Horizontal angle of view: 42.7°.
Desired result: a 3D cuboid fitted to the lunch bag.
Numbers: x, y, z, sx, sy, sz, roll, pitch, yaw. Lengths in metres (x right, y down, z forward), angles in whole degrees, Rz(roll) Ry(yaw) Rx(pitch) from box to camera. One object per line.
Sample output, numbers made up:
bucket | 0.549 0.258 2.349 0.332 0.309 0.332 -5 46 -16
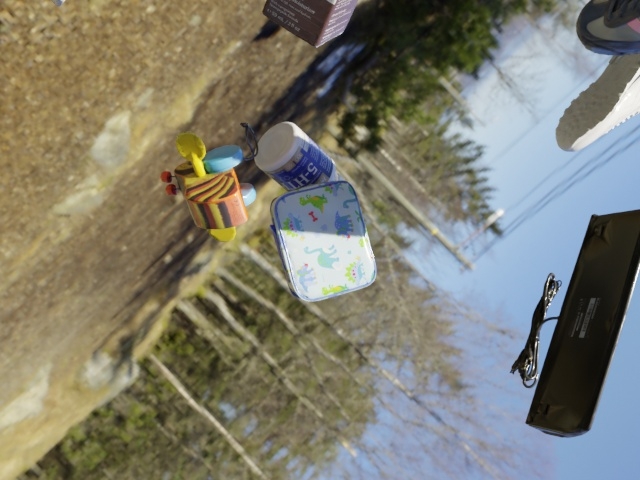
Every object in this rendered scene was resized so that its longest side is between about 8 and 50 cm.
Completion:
lunch bag | 0.000 0.000 1.568 0.176 0.218 0.090 -16 -177 -10

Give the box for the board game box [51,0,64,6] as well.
board game box | -0.194 -0.499 0.989 0.390 0.050 0.390 -43 -152 21

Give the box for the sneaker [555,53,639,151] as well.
sneaker | 0.510 -0.235 1.421 0.235 0.095 0.090 -47 -139 4

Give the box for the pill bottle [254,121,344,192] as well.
pill bottle | -0.035 -0.145 1.655 0.112 0.187 0.112 -23 -132 29

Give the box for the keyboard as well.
keyboard | 0.348 0.109 1.114 0.317 0.033 0.201 -68 -162 -12

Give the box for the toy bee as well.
toy bee | -0.192 -0.088 1.386 0.162 0.195 0.298 -15 -173 7

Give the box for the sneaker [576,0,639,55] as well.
sneaker | 0.425 -0.310 0.980 0.319 0.131 0.112 -4 -112 53

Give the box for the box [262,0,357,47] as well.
box | -0.006 -0.608 1.967 0.167 0.169 0.203 -44 165 -52
